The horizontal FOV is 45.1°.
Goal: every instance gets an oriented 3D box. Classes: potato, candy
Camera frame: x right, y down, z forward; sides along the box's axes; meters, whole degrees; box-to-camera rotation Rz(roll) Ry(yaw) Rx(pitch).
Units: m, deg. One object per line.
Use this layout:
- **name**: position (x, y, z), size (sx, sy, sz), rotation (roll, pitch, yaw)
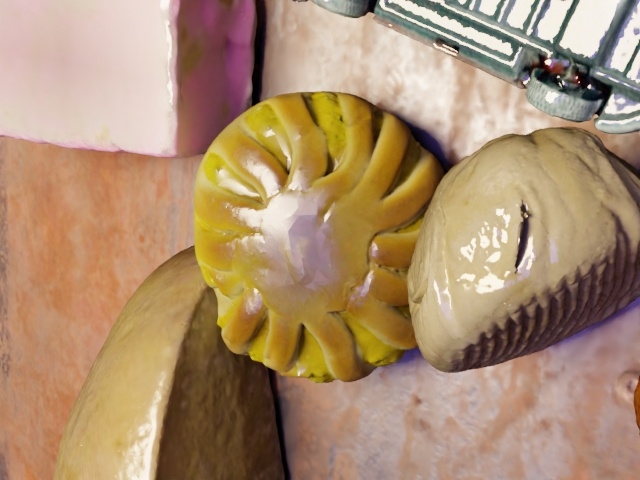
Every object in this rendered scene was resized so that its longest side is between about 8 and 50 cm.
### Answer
- **potato**: position (-0.161, 0.139, 0.647), size (0.211, 0.189, 0.265), rotation (0, 99, 32)
- **candy**: position (-0.181, -0.157, 0.651), size (0.265, 0.115, 0.156), rotation (10, 107, 32)

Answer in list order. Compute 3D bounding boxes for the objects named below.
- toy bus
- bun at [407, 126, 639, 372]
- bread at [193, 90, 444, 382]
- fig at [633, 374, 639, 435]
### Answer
- **toy bus**: position (0.109, -0.163, 0.461), size (0.265, 0.119, 0.121), rotation (31, 117, 23)
- **bun**: position (0.119, -0.001, 0.459), size (0.114, 0.166, 0.173), rotation (64, 149, 24)
- **bread**: position (0.000, 0.000, 0.552), size (0.213, 0.105, 0.214), rotation (1, 96, 9)
- **fig**: position (0.246, 0.046, 0.419), size (0.146, 0.133, 0.201), rotation (-4, 89, 23)
